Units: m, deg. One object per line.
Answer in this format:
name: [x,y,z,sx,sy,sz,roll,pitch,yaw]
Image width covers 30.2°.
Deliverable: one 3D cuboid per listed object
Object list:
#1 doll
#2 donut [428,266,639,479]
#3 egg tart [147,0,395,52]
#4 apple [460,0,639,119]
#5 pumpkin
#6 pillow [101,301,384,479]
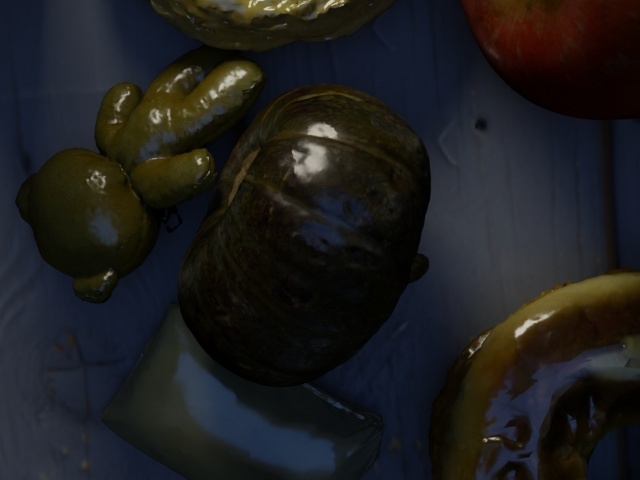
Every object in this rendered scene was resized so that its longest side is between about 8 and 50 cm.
doll: [-0.121,-0.055,0.870,0.209,0.097,0.137,-43,55,-3]
donut: [0.222,0.175,0.877,0.330,0.160,0.330,0,91,-13]
egg tart: [-0.042,-0.270,0.852,0.279,0.095,0.278,0,92,3]
apple: [0.210,-0.204,0.785,0.216,0.260,0.260,-20,96,-24]
pumpkin: [0.000,0.000,0.818,0.162,0.219,0.219,24,94,-14]
pillow: [-0.054,0.144,0.904,0.208,0.053,0.119,30,91,-1]
